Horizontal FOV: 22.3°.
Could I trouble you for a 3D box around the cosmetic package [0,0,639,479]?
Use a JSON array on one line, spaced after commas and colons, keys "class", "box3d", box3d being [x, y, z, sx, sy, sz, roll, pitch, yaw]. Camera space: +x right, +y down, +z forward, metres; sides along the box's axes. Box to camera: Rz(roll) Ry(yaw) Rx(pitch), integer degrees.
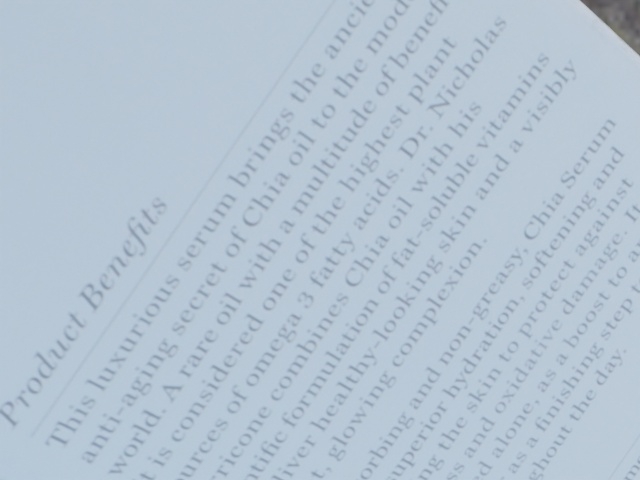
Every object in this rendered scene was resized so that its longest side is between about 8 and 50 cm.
[{"class": "cosmetic package", "box3d": [0.000, 0.000, 0.592, 0.453, 0.161, 0.230, 34, 92, -38]}]
